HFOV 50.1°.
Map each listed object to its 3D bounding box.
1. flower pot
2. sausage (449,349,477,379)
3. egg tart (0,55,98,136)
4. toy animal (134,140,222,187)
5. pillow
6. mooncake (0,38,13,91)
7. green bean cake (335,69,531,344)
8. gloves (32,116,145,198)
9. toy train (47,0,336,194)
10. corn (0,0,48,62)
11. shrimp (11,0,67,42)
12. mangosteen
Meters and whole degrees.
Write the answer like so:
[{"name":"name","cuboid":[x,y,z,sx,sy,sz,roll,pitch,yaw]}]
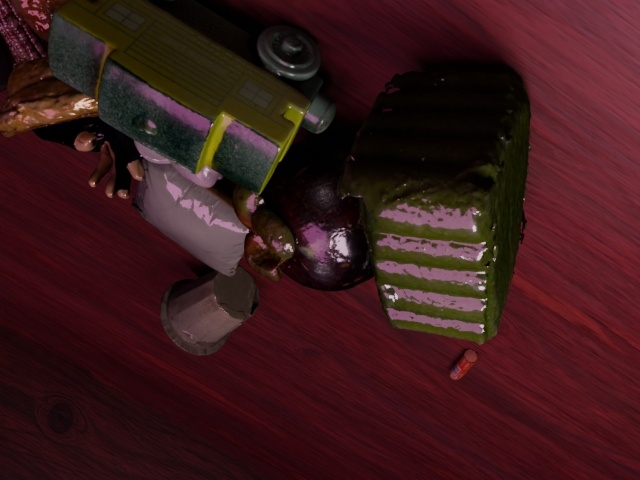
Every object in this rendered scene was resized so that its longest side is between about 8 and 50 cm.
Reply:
[{"name":"flower pot","cuboid":[-0.264,0.168,1.740,0.203,0.212,0.212,-27,119,40]},{"name":"sausage","cuboid":[0.335,0.300,1.624,0.034,0.034,0.129,24,146,5]},{"name":"egg tart","cuboid":[-0.425,-0.259,1.179,0.290,0.290,0.115,-2,105,37]},{"name":"toy animal","cuboid":[-0.233,-0.197,1.277,0.178,0.127,0.193,38,146,-12]},{"name":"pillow","cuboid":[-0.277,-0.058,1.489,0.310,0.119,0.312,39,153,0]},{"name":"mooncake","cuboid":[-0.730,-0.386,1.311,0.283,0.141,0.283,33,147,25]},{"name":"green bean cake","cuboid":[0.178,-0.048,1.002,0.218,0.335,0.319,9,138,24]},{"name":"gloves","cuboid":[-0.463,-0.203,1.379,0.301,0.152,0.197,46,-176,16]},{"name":"toy train","cuboid":[-0.197,-0.256,1.045,0.442,0.272,0.179,30,143,-3]},{"name":"corn","cuboid":[-0.571,-0.418,1.275,0.079,0.079,0.237,10,138,25]},{"name":"shrimp","cuboid":[-0.422,-0.371,1.224,0.154,0.062,0.294,-12,145,25]},{"name":"mangosteen","cuboid":[-0.004,-0.041,1.180,0.288,0.288,0.288,19,145,13]}]
